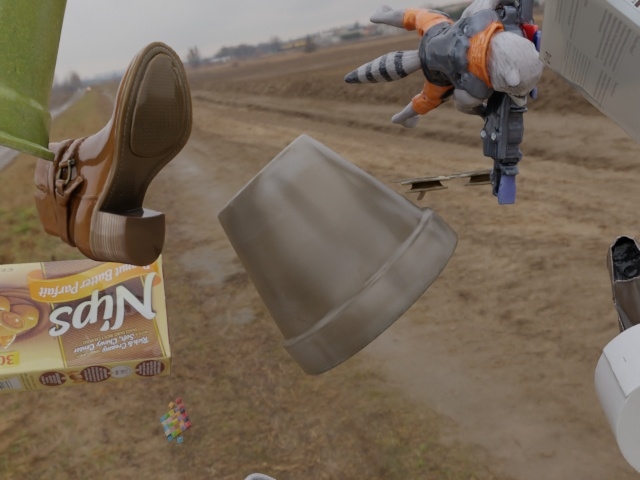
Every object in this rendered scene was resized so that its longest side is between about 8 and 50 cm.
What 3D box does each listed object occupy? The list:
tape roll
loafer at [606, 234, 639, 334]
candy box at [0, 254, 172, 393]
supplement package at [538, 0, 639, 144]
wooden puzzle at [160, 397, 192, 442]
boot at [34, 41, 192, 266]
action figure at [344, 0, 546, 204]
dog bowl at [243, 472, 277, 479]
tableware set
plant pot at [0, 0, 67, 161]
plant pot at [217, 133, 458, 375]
[{"bbox_3d":[0.626,0.281,1.255,0.246,0.246,0.169,-8,18,11],"label":"tape roll"},{"bbox_3d":[0.745,0.137,1.682,0.134,0.130,0.366,-24,44,21],"label":"loafer"},{"bbox_3d":[-0.398,0.128,1.108,0.317,0.182,0.087,-3,-29,-16],"label":"candy box"},{"bbox_3d":[0.280,-0.148,0.495,0.149,0.203,0.194,-46,-15,7],"label":"supplement package"},{"bbox_3d":[-0.255,0.319,1.256,0.049,0.006,0.083,-36,51,1],"label":"wooden puzzle"},{"bbox_3d":[-0.277,-0.115,0.926,0.220,0.283,0.109,14,13,39],"label":"boot"},{"bbox_3d":[0.193,-0.218,1.040,0.179,0.341,0.330,-8,10,-28],"label":"action figure"},{"bbox_3d":[-0.064,0.525,1.191,0.104,0.265,0.265,-46,17,1],"label":"dog bowl"},{"bbox_3d":[0.232,-0.094,1.219,0.194,0.039,0.128,-5,2,31],"label":"tableware set"},{"bbox_3d":[-0.407,-0.254,0.820,0.276,0.253,0.276,18,-1,0],"label":"plant pot"},{"bbox_3d":[0.000,0.000,1.117,0.323,0.280,0.323,-44,5,4],"label":"plant pot"}]
